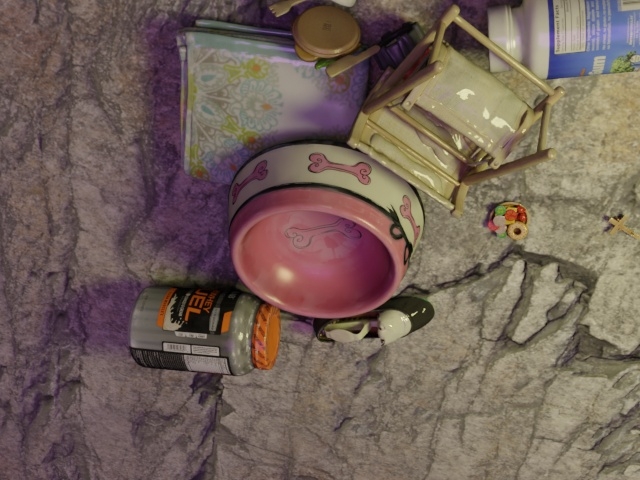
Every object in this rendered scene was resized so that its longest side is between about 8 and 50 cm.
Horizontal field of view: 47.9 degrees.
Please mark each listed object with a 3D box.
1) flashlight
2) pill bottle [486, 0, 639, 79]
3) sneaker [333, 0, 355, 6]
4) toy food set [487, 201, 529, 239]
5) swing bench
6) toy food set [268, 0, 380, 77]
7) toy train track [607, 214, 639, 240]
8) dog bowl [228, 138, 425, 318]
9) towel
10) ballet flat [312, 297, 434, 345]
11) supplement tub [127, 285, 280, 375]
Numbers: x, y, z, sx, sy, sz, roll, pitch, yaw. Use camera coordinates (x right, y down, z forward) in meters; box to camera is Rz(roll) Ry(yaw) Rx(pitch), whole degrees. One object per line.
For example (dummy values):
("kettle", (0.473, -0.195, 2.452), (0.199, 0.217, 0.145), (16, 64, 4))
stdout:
("flashlight", (0.210, -0.256, 1.354), (0.103, 0.103, 0.304), (-7, 127, 50))
("pill bottle", (0.422, -0.352, 1.218), (0.272, 0.152, 0.152), (-3, 118, 14))
("sneaker", (-0.042, -0.538, 1.241), (0.295, 0.104, 0.147), (25, 119, -10))
("toy food set", (0.386, -0.040, 1.479), (0.082, 0.020, 0.083), (6, 121, 8))
("swing bench", (0.225, -0.206, 1.224), (0.253, 0.165, 0.254), (32, 144, -17))
("toy food set", (0.006, -0.367, 1.292), (0.192, 0.132, 0.038), (52, 160, 20))
("toy train track", (0.610, -0.025, 1.447), (0.083, 0.014, 0.048), (29, 114, -12))
("dog bowl", (0.000, 0.000, 1.439), (0.407, 0.150, 0.408), (6, 138, 6))
("towel", (-0.101, -0.251, 1.423), (0.374, 0.090, 0.321), (10, 124, 6))
("ballet flat", (0.117, 0.195, 1.623), (0.280, 0.096, 0.095), (-9, 117, 16))
("supplement tub", (-0.260, 0.207, 1.651), (0.316, 0.193, 0.194), (3, 120, 9))
